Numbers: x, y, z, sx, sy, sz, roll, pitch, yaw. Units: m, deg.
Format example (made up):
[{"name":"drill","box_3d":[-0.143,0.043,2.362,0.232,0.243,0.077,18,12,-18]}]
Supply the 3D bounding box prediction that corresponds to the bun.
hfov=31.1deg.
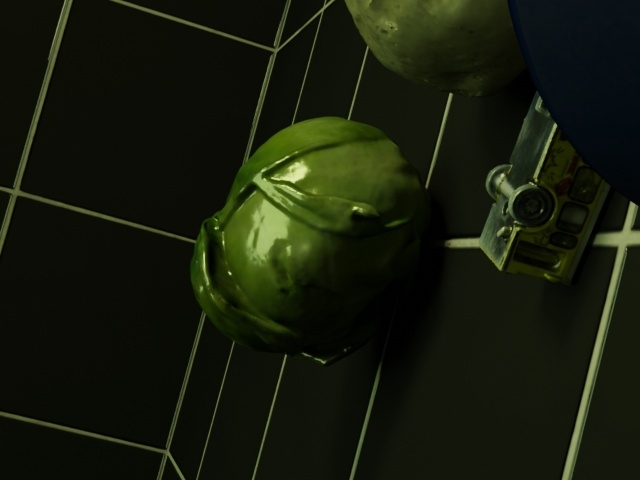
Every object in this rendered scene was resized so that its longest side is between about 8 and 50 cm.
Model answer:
[{"name":"bun","box_3d":[0.130,-0.301,1.052,0.362,0.234,0.326,-78,6,-47]}]

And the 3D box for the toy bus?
[{"name":"toy bus","box_3d":[0.188,-0.083,0.872,0.081,0.074,0.226,-120,47,-71]}]

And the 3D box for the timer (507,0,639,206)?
[{"name":"timer","box_3d":[0.257,-0.096,0.303,0.383,0.270,0.270,27,102,62]}]

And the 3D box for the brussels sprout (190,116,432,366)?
[{"name":"brussels sprout","box_3d":[-0.002,0.000,1.249,0.259,0.227,0.294,-53,-12,34]}]
